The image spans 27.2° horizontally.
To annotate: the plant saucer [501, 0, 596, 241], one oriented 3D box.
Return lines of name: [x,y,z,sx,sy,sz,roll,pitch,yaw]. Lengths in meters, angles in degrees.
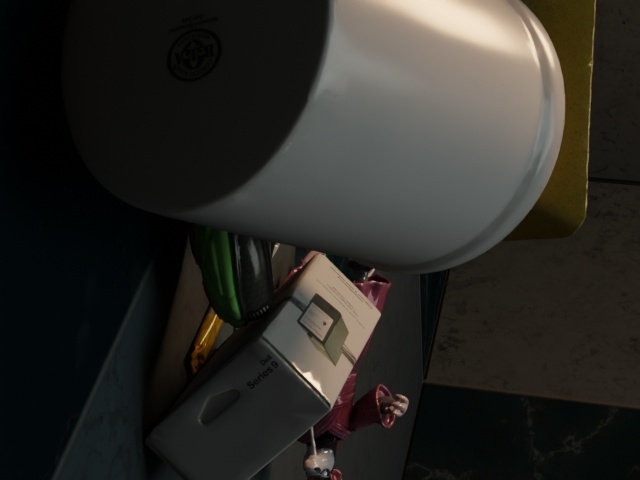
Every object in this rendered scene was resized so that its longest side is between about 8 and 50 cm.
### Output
plant saucer: [0.156,-0.165,1.468,0.081,0.333,0.332,8,83,-34]

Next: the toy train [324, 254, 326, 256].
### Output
toy train: [0.000,0.000,2.280,0.017,0.024,0.083,-54,147,-67]

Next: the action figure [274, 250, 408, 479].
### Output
action figure: [-0.009,0.209,2.054,0.276,0.248,0.370,-124,-144,-71]

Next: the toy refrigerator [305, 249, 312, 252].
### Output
toy refrigerator: [0.040,-0.112,2.231,0.094,0.102,0.269,68,29,-66]

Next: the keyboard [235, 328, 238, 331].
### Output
keyboard: [-0.107,0.058,1.848,0.072,0.014,0.256,-47,141,-62]

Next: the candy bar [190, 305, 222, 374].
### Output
candy bar: [-0.139,0.105,1.699,0.161,0.018,0.040,-71,165,-49]

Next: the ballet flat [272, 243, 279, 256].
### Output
ballet flat: [-0.087,-0.017,1.721,0.080,0.073,0.232,-90,174,-49]

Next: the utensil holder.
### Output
utensil holder: [-0.002,-0.145,1.246,0.385,0.328,0.327,10,85,-54]

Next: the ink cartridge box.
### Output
ink cartridge box: [-0.063,0.163,1.601,0.211,0.121,0.289,-43,-176,23]

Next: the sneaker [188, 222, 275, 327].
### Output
sneaker: [-0.041,-0.131,1.558,0.185,0.202,0.482,114,-14,-74]
